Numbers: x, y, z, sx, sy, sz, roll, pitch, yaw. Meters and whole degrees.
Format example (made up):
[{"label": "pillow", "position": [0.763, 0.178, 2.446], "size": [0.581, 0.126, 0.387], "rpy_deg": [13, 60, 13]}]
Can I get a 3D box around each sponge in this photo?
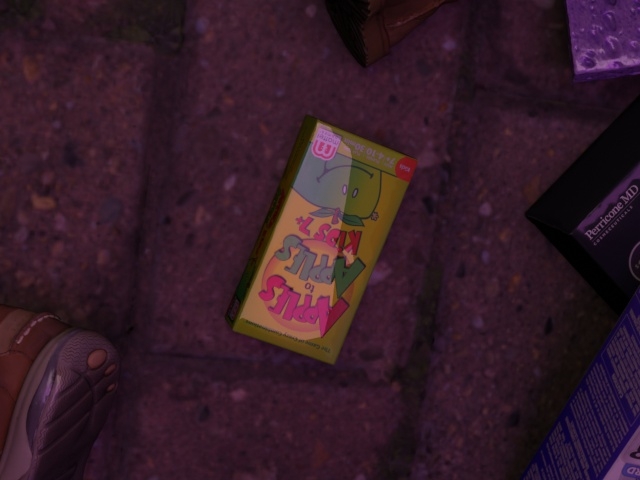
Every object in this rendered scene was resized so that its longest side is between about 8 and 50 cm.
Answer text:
[{"label": "sponge", "position": [0.301, -0.197, 0.983], "size": [0.210, 0.031, 0.117], "rpy_deg": [-6, 76, 9]}]

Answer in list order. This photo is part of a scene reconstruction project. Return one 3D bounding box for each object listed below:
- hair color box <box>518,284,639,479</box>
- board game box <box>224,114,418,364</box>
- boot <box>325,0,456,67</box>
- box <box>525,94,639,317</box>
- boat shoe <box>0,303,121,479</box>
[{"label": "hair color box", "position": [0.291, 0.187, 1.015], "size": [0.185, 0.110, 0.339], "rpy_deg": [12, 125, -16]}, {"label": "board game box", "position": [0.000, 0.000, 1.004], "size": [0.092, 0.043, 0.181], "rpy_deg": [20, 96, -17]}, {"label": "boot", "position": [0.121, -0.256, 0.900], "size": [0.269, 0.236, 0.089], "rpy_deg": [-33, 81, -3]}, {"label": "box", "position": [0.336, -0.047, 1.050], "size": [0.261, 0.103, 0.184], "rpy_deg": [-46, 105, -1]}, {"label": "boat shoe", "position": [-0.257, 0.193, 0.955], "size": [0.116, 0.123, 0.324], "rpy_deg": [27, 105, 16]}]
